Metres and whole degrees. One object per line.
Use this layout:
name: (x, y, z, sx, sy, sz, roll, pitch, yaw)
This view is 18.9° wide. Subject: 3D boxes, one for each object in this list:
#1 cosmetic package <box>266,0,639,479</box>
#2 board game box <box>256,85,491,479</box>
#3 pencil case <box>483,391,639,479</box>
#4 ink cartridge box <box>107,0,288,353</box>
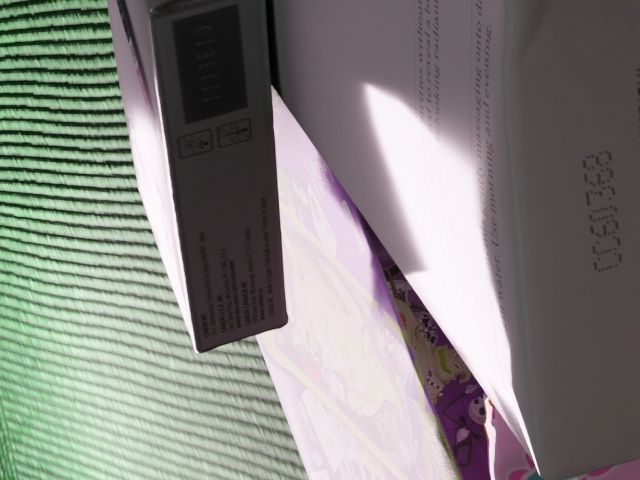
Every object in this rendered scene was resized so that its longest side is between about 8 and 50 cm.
cosmetic package: (0.076, -0.108, 0.745, 0.385, 0.156, 0.217, -119, 18, -57)
board game box: (0.000, 0.000, 1.145, 0.347, 0.056, 0.208, 69, 159, 2)
pencil case: (0.158, 0.185, 0.941, 0.124, 0.124, 0.284, 5, 107, 57)
ink cartridge box: (-0.082, -0.115, 0.998, 0.275, 0.060, 0.239, 88, 163, -53)
